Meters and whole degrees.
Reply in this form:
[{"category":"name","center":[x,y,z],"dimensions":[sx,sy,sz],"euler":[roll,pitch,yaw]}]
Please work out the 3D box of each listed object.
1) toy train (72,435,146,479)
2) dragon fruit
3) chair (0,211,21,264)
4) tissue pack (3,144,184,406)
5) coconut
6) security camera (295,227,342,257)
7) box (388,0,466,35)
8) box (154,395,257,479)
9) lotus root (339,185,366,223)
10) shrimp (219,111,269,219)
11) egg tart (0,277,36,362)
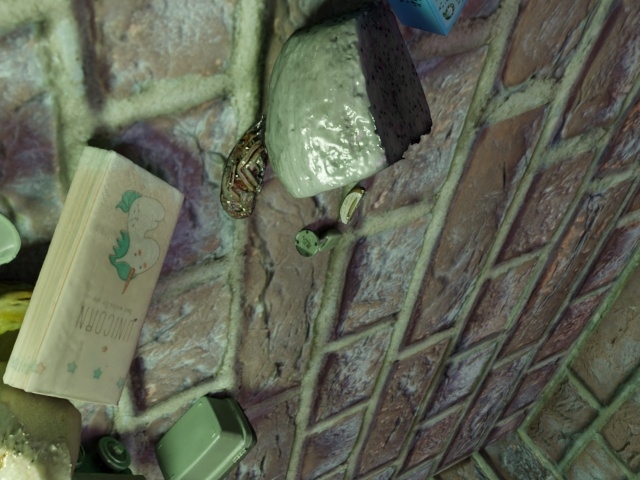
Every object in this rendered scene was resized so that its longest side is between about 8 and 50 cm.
[{"category":"toy train","center":[-0.462,0.502,1.461],"dimensions":[0.150,0.221,0.304],"euler":[-43,148,10]},{"category":"dragon fruit","center":[0.015,-0.196,1.049],"dimensions":[0.204,0.221,0.283],"euler":[-12,-162,25]},{"category":"chair","center":[-0.516,0.052,0.881],"dimensions":[0.274,0.191,0.203],"euler":[-62,152,-14]},{"category":"tissue pack","center":[-0.299,0.053,1.022],"dimensions":[0.170,0.071,0.325],"euler":[33,71,-59]},{"category":"coconut","center":[-0.436,0.276,1.005],"dimensions":[0.241,0.241,0.241],"euler":[-25,146,-18]},{"category":"security camera","center":[0.000,0.000,1.431],"dimensions":[0.092,0.058,0.058],"euler":[-9,140,-55]},{"category":"box","center":[0.132,-0.393,0.972],"dimensions":[0.142,0.083,0.232],"euler":[-62,149,-5]},{"category":"box","center":[-0.257,0.458,1.675],"dimensions":[0.210,0.148,0.129],"euler":[-47,139,11]},{"category":"lotus root","center":[0.059,-0.072,1.403],"dimensions":[0.037,0.030,0.083],"euler":[-48,170,-51]},{"category":"shrimp","center":[-0.110,-0.112,1.159],"dimensions":[0.073,0.074,0.190],"euler":[14,118,-12]},{"category":"egg tart","center":[-0.475,0.155,1.104],"dimensions":[0.315,0.120,0.314],"euler":[-23,144,-18]}]
